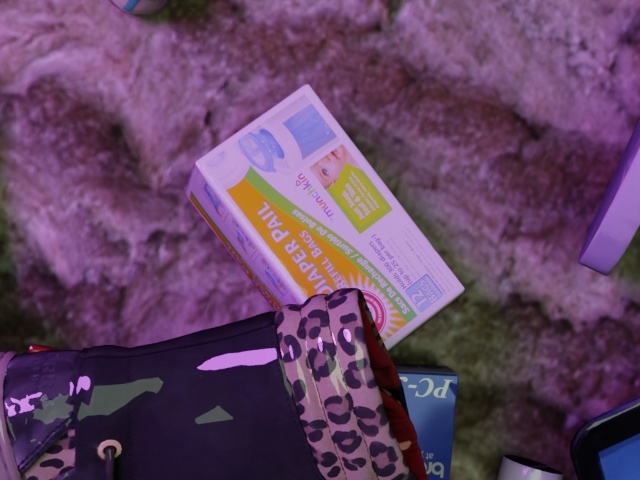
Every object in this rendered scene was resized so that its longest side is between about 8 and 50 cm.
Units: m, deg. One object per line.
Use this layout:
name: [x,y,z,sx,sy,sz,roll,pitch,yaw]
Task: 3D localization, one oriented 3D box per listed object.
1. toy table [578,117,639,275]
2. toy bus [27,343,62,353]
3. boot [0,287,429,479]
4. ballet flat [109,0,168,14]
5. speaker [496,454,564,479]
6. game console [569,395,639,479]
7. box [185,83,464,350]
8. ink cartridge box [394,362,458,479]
toy table: [0.335,-0.073,0.986,0.161,0.252,0.274,26,101,8]
toy bus: [-0.289,0.113,0.889,0.191,0.104,0.202,-44,97,-4]
boot: [-0.062,0.198,0.896,0.284,0.138,0.377,-16,124,6]
ballet flat: [-0.121,-0.302,0.980,0.086,0.086,0.248,10,91,-8]
speaker: [0.164,0.253,1.056,0.055,0.055,0.136,16,91,-8]
game console: [0.366,0.227,0.969,0.173,0.250,0.293,-46,134,-25]
box: [0.000,0.000,0.974,0.114,0.103,0.203,-37,87,-15]
ink cartridge box: [0.006,0.150,1.034,0.207,0.046,0.097,4,93,-8]
